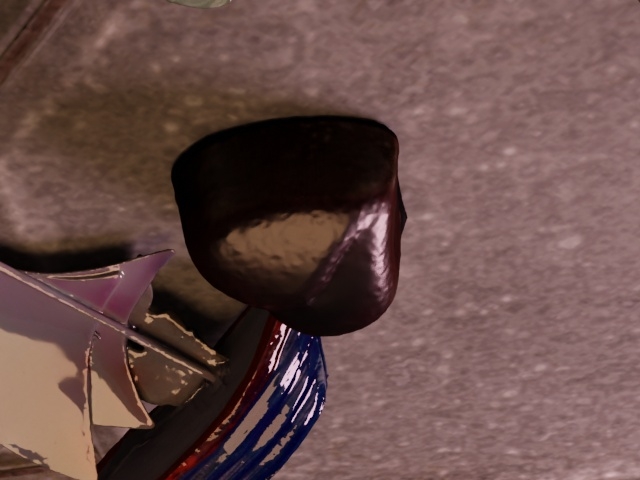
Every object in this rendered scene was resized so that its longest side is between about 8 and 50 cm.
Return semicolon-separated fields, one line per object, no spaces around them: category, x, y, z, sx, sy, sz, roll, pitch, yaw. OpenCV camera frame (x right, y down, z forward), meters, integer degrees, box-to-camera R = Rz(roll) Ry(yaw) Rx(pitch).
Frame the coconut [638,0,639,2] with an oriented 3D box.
coconut;0.188;-0.166;0.559;0.224;0.224;0.224;-2;142;-2

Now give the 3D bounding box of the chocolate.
chocolate;0.000;0.000;0.837;0.125;0.080;0.149;-29;134;30

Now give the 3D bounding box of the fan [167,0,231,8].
fan;-0.030;-0.172;0.667;0.038;0.016;0.193;9;141;-19

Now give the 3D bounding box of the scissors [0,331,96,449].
scissors;-0.181;0.107;1.013;0.100;0.015;0.189;26;135;-31

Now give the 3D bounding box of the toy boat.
toy boat;-0.153;0.089;0.923;0.318;0.072;0.219;8;119;-16
